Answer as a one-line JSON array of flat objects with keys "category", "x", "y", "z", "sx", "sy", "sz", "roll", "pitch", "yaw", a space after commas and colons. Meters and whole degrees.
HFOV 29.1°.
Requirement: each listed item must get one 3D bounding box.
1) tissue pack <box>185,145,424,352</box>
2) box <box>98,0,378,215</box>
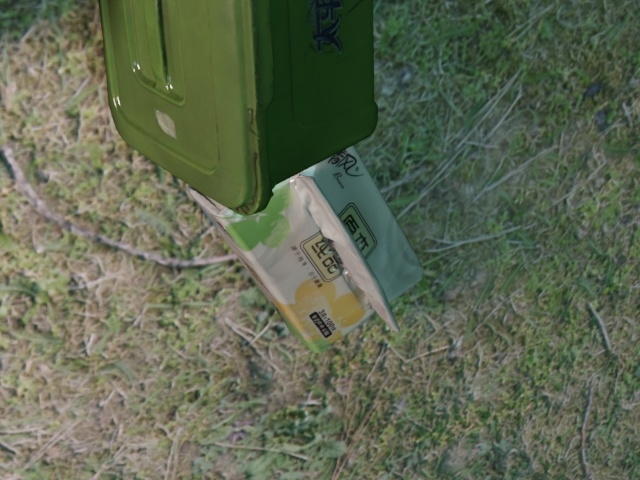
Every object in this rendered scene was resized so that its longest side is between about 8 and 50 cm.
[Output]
[{"category": "tissue pack", "x": 0.000, "y": 0.000, "z": 1.279, "sx": 0.159, "sy": 0.145, "sz": 0.229, "roll": -37, "pitch": 127, "yaw": -6}, {"category": "box", "x": -0.074, "y": -0.216, "z": 1.072, "sx": 0.177, "sy": 0.252, "sz": 0.329, "roll": -22, "pitch": 126, "yaw": -33}]
